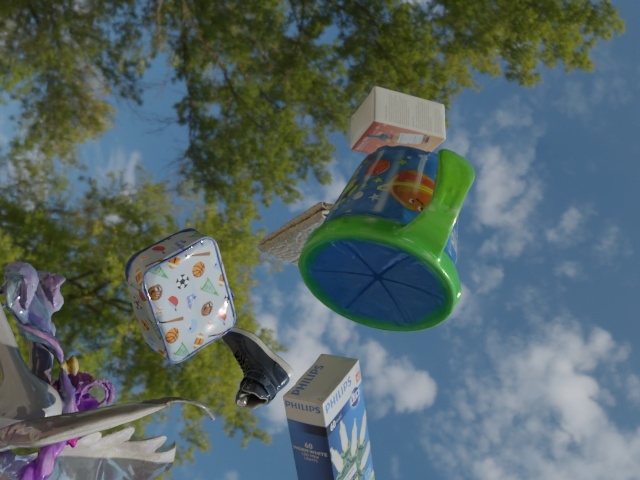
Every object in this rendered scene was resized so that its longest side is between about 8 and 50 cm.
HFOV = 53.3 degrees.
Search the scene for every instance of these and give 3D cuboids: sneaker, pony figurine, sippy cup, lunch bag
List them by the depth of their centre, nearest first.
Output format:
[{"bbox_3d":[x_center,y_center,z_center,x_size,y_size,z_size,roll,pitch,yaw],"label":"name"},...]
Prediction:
[{"bbox_3d":[-0.332,0.198,0.698,0.364,0.350,0.303,60,-32,25],"label":"pony figurine"},{"bbox_3d":[0.110,-0.016,0.971,0.305,0.240,0.224,-7,-135,33],"label":"sippy cup"},{"bbox_3d":[-0.331,0.136,1.563,0.115,0.243,0.304,19,-50,40],"label":"lunch bag"},{"bbox_3d":[-0.198,0.334,1.662,0.226,0.163,0.086,35,-48,11],"label":"sneaker"}]

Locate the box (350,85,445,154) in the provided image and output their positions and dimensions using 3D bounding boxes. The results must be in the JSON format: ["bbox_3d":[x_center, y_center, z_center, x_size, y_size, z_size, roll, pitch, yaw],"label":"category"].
[{"bbox_3d":[0.167,-0.247,1.397,0.130,0.170,0.091,134,-38,-61],"label":"box"}]

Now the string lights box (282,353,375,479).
[{"bbox_3d":[0.019,0.336,1.059,0.076,0.133,0.260,4,-66,29],"label":"string lights box"}]

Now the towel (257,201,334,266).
[{"bbox_3d":[0.000,0.000,1.457,0.282,0.187,0.049,-27,-134,49],"label":"towel"}]
